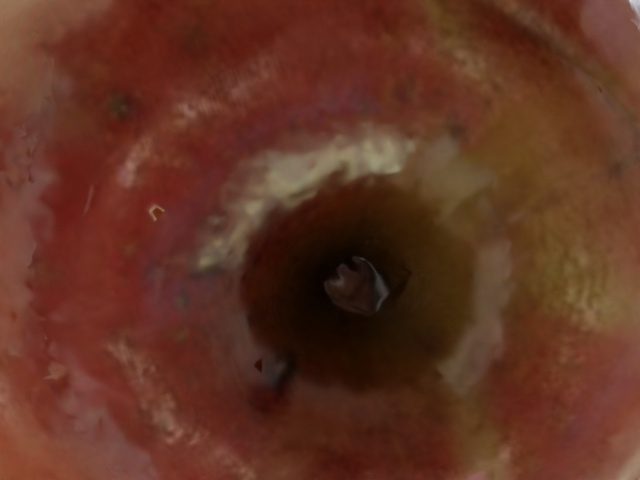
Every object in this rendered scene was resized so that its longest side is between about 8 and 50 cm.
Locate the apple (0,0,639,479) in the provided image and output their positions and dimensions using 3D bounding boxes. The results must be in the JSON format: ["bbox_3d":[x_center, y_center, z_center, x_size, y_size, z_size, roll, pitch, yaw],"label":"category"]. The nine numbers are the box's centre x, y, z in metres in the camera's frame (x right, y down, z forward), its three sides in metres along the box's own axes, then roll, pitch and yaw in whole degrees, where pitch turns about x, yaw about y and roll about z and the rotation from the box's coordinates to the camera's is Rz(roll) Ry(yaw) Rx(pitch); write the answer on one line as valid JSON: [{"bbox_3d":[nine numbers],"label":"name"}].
[{"bbox_3d":[0.000,0.000,0.774,0.364,0.364,0.363,13,-119,-24],"label":"apple"}]
